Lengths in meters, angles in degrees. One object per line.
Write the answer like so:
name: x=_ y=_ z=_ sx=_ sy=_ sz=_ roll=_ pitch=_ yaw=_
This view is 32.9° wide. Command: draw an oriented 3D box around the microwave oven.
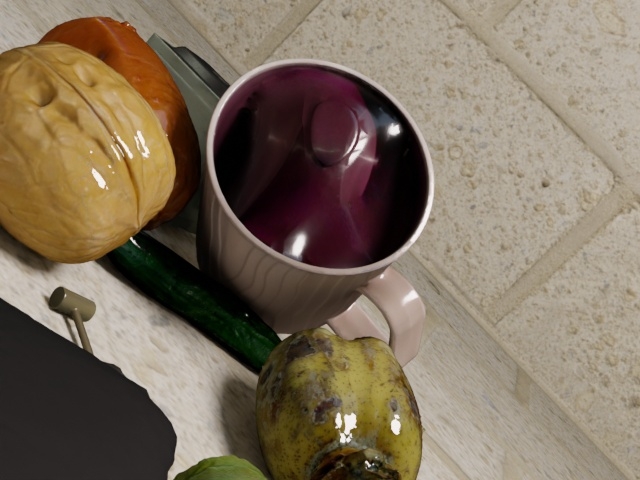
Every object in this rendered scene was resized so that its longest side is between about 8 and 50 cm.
microwave oven: x=-0.159 y=-0.123 z=1.316 sx=0.205 sy=0.163 sz=0.129 roll=48 pitch=8 yaw=28

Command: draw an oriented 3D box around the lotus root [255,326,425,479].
lotus root: x=0.018 y=0.173 z=0.945 sx=0.154 sy=0.154 sz=0.278 roll=42 pitch=9 yaw=-19

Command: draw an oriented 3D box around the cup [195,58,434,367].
cup: x=0.007 y=-0.016 z=1.113 sx=0.288 sy=0.208 sz=0.273 roll=28 pitch=-22 yaw=-1

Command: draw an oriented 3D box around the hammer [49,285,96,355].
hammer: x=-0.183 y=0.081 z=0.851 sx=0.035 sy=0.019 sz=0.110 roll=34 pitch=18 yaw=-47

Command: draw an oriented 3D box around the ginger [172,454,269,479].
ginger: x=-0.092 y=0.179 z=0.603 sx=0.137 sy=0.089 sz=0.290 roll=7 pitch=6 yaw=31

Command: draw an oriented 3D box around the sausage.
sausage: x=-0.215 y=-0.122 z=1.115 sx=0.268 sy=0.153 sz=0.141 roll=59 pitch=-5 yaw=42

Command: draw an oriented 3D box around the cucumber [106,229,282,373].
cucumber: x=-0.123 y=0.059 z=1.078 sx=0.284 sy=0.056 sz=0.056 roll=42 pitch=11 yaw=-31

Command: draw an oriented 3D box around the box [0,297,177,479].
box: x=-0.229 y=0.063 z=0.421 sx=0.350 sy=0.091 sz=0.359 roll=33 pitch=12 yaw=-7

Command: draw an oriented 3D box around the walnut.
walnut: x=-0.220 y=-0.078 z=0.922 sx=0.197 sy=0.165 sz=0.165 roll=53 pitch=12 yaw=12
